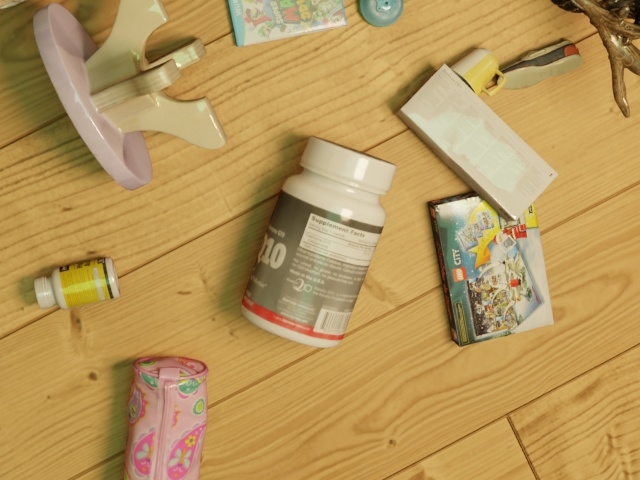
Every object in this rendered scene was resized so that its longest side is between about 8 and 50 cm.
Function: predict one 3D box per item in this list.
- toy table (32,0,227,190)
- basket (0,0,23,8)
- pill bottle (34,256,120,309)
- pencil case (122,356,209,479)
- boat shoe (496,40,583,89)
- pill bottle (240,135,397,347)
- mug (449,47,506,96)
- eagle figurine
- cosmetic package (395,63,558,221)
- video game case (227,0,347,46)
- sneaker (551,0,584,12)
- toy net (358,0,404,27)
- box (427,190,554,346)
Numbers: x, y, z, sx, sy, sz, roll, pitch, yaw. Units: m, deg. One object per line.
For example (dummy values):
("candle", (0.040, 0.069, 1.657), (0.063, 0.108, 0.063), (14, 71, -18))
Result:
("toy table", (-0.253, -0.220, 1.518), (0.161, 0.252, 0.274), (-23, 116, 12))
("basket", (-0.372, -0.495, 1.404), (0.331, 0.266, 0.328), (-24, 105, 6))
("pill bottle", (-0.358, 0.066, 1.634), (0.116, 0.065, 0.065), (-13, 103, -7))
("pencil case", (-0.237, 0.317, 1.675), (0.124, 0.124, 0.284), (6, 99, -10))
("boat shoe", (0.329, -0.268, 1.691), (0.137, 0.049, 0.043), (-18, 61, -3))
("pill bottle", (0.000, 0.000, 1.629), (0.161, 0.161, 0.283), (18, 97, -12))
("mug", (0.239, -0.250, 1.670), (0.064, 0.062, 0.078), (-44, 87, -8))
("eagle figurine", (0.477, -0.358, 1.577), (0.298, 0.225, 0.226), (-38, 151, -31))
("cosmetic package", (0.233, -0.144, 1.663), (0.239, 0.060, 0.099), (44, 86, -2))
("video game case", (-0.052, -0.358, 1.626), (0.166, 0.015, 0.119), (-12, 103, -6))
("sneaker", (0.359, -0.407, 1.658), (0.073, 0.063, 0.162), (-46, 104, -2))
("toy net", (0.148, -0.415, 1.634), (0.232, 0.045, 0.122), (-31, 102, -4))
("box", (0.267, 0.036, 1.737), (0.159, 0.044, 0.233), (-13, 103, -7))
